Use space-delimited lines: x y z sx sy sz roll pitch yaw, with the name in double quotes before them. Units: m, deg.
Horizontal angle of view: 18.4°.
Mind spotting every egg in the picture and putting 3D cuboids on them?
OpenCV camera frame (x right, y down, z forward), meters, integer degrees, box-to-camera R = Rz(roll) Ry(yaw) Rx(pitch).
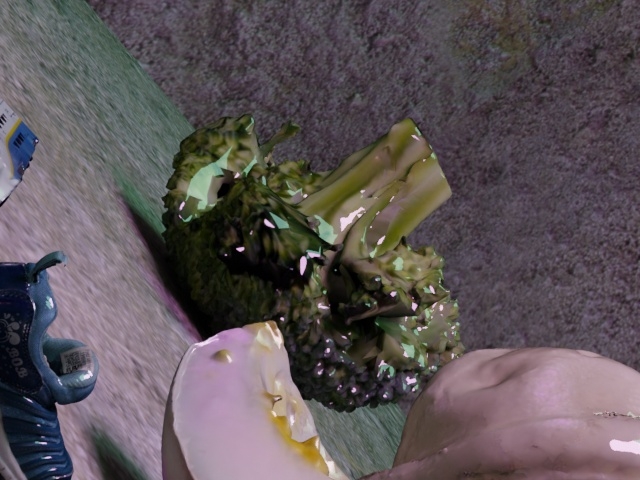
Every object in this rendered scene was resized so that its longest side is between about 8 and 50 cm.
"egg" 0.007 0.199 1.226 0.271 0.162 0.206 23 35 8

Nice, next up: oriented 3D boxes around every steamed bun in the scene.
"steamed bun" 0.166 0.273 1.505 0.339 0.352 0.247 42 28 -1

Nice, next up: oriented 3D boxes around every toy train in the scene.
"toy train" -0.233 -0.054 1.367 0.051 0.052 0.234 50 4 -11

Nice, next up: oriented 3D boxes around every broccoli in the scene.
"broccoli" -0.010 0.022 2.035 0.277 0.317 0.338 57 26 -25

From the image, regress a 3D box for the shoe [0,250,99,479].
"shoe" -0.146 0.068 0.992 0.064 0.071 0.143 -113 -169 -60
